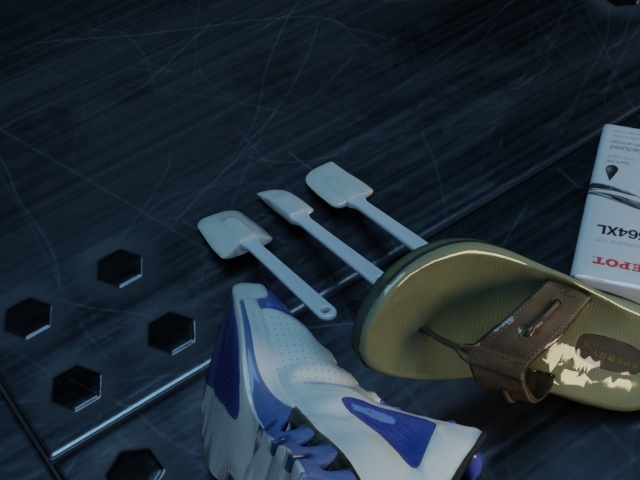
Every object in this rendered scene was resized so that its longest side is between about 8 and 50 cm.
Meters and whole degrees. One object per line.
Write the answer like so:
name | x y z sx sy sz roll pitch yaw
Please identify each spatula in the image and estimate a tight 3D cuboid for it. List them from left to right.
spatula | 0.000 0.000 1.023 0.168 0.019 0.242 -21 35 -22

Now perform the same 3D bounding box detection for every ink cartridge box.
ink cartridge box | 0.313 0.000 0.995 0.148 0.086 0.203 12 50 13

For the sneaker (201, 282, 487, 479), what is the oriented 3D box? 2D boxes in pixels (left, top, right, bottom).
sneaker | 0.022 0.167 0.854 0.182 0.127 0.315 8 26 -24

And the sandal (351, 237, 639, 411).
sandal | 0.170 0.077 0.849 0.302 0.120 0.086 11 16 -20
